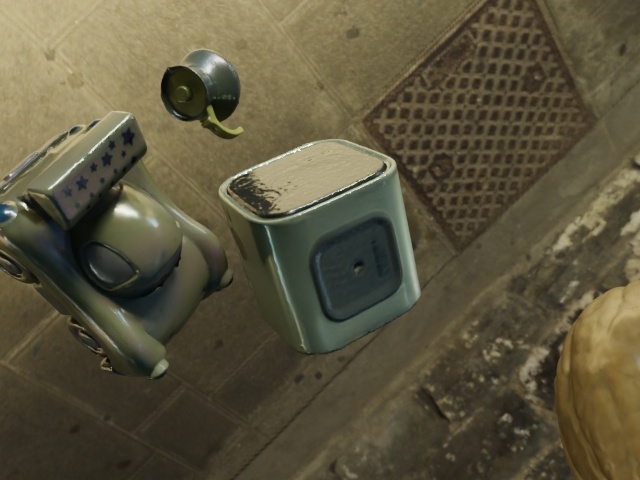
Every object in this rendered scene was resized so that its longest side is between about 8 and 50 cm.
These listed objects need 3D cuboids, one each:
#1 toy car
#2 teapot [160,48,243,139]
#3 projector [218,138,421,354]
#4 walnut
[{"bbox_3d":[-0.269,0.011,0.882,0.336,0.226,0.242,55,49,-28],"label":"toy car"},{"bbox_3d":[-0.199,-0.250,1.106,0.130,0.119,0.166,-28,98,33],"label":"teapot"},{"bbox_3d":[0.000,0.000,1.046,0.248,0.248,0.249,-26,120,-19],"label":"projector"},{"bbox_3d":[0.323,0.162,0.563,0.224,0.261,0.225,-1,141,-1],"label":"walnut"}]
